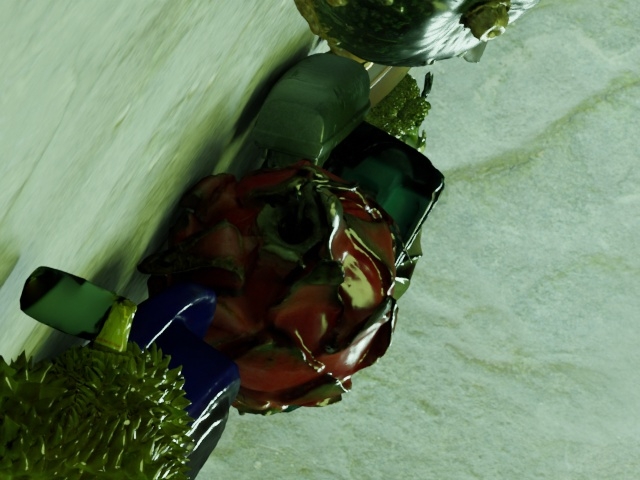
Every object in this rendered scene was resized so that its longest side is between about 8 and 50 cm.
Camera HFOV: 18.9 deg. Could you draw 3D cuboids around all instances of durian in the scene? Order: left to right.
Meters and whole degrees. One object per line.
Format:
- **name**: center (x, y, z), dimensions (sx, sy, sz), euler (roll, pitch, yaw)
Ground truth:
- **durian**: center (-0.139, 0.132, 0.982), dimensions (0.198, 0.146, 0.159), euler (-52, 175, -43)

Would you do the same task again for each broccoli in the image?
- **broccoli**: center (0.074, -0.142, 2.278), dimensions (0.130, 0.120, 0.131), euler (-12, -138, 46)

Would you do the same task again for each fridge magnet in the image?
- **fridge magnet**: center (-0.146, 0.144, 1.305), dimensions (0.265, 0.112, 0.265), euler (-55, 174, -9)

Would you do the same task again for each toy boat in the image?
- **toy boat**: center (-0.004, -0.106, 1.611), dimensions (0.260, 0.078, 0.085), euler (-55, 158, -72)

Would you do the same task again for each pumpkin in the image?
- **pumpkin**: center (0.066, -0.185, 1.155), dimensions (0.190, 0.190, 0.146), euler (-63, -141, 47)

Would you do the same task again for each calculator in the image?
- **calculator**: center (-0.020, 0.006, 1.693), dimensions (0.248, 0.058, 0.274), euler (-57, -152, 1)

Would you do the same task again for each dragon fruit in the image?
- **dragon fruit**: center (-0.029, 0.029, 1.469), dimensions (0.193, 0.192, 0.274), euler (-59, 175, -41)

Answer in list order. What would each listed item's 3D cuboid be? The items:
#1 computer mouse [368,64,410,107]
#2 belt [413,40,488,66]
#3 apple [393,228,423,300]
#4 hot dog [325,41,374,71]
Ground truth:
- **computer mouse**: center (0.100, -0.251, 2.079), dimensions (0.310, 0.072, 0.158), euler (-60, 179, -9)
- **belt**: center (0.109, -0.245, 1.553), dimensions (0.230, 0.139, 0.126), euler (-58, 178, 3)
- **apple**: center (0.000, 0.000, 1.898), dimensions (0.188, 0.174, 0.207), euler (-24, -151, 40)
- **hot dog**: center (0.083, -0.250, 1.739), dimensions (0.250, 0.076, 0.104), euler (-62, 178, 2)
